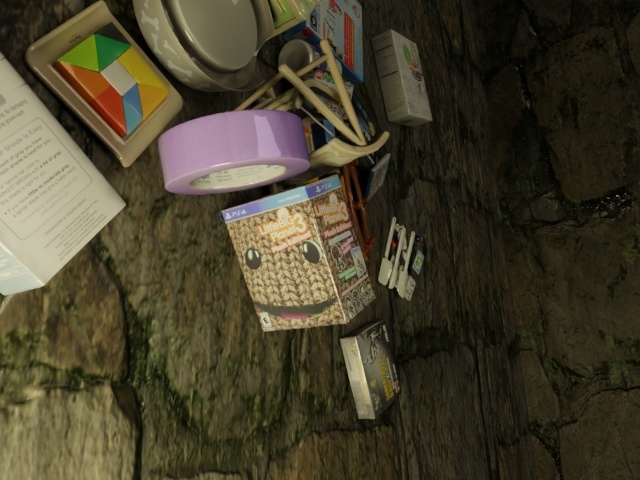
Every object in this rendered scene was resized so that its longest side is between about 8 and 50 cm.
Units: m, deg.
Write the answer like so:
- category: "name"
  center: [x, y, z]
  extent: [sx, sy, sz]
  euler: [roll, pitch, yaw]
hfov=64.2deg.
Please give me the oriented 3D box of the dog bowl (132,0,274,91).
- category: "dog bowl"
  center: [-0.244, -0.481, 1.090]
  extent: [0.349, 0.102, 0.348]
  euler: [15, 72, -55]

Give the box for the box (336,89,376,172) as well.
- category: "box"
  center: [0.117, -0.344, 1.614]
  extent: [0.220, 0.051, 0.175]
  euler: [42, 46, -54]

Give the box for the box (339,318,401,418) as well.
- category: "box"
  center: [0.147, 0.359, 1.450]
  extent: [0.183, 0.056, 0.230]
  euler: [-13, 90, -57]

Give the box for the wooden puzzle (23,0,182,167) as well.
- category: "wooden puzzle"
  center: [-0.366, -0.285, 0.916]
  extent: [0.238, 0.044, 0.221]
  euler: [54, 40, -31]

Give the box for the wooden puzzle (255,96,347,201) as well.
- category: "wooden puzzle"
  center: [-0.024, -0.209, 1.364]
  extent: [0.348, 0.081, 0.321]
  euler: [-1, 80, -56]

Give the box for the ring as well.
- category: "ring"
  center: [0.113, -0.106, 1.464]
  extent: [0.336, 0.032, 0.336]
  euler: [-12, 90, -79]

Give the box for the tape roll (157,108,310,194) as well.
- category: "tape roll"
  center: [-0.161, -0.160, 0.969]
  extent: [0.275, 0.275, 0.090]
  euler: [-7, 86, -56]

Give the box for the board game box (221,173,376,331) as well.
- category: "board game box"
  center: [-0.046, 0.032, 1.116]
  extent: [0.141, 0.232, 0.290]
  euler: [-29, 103, -55]

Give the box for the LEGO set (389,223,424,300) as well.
- category: "LEGO set"
  center: [0.291, 0.061, 1.787]
  extent: [0.182, 0.060, 0.244]
  euler: [46, 56, -38]

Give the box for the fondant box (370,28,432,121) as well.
- category: "fondant box"
  center: [0.322, -0.625, 1.999]
  extent: [0.238, 0.096, 0.330]
  euler: [-9, 88, -56]

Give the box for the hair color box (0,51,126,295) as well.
- category: "hair color box"
  center: [-0.459, -0.127, 0.666]
  extent: [0.374, 0.114, 0.185]
  euler: [58, 38, -28]

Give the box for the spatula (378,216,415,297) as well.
- category: "spatula"
  center: [0.259, 0.052, 1.701]
  extent: [0.168, 0.019, 0.241]
  euler: [32, 65, -39]

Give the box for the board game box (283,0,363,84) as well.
- category: "board game box"
  center: [0.017, -0.678, 1.573]
  extent: [0.302, 0.086, 0.308]
  euler: [26, 59, -50]

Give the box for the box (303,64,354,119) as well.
- category: "box"
  center: [0.021, -0.401, 1.401]
  extent: [0.207, 0.036, 0.114]
  euler: [-7, 112, -58]

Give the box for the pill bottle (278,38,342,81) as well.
- category: "pill bottle"
  center: [-0.022, -0.487, 1.430]
  extent: [0.187, 0.112, 0.111]
  euler: [-11, 88, -57]

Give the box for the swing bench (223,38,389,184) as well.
- category: "swing bench"
  center: [-0.034, -0.253, 1.128]
  extent: [0.165, 0.253, 0.254]
  euler: [-45, 107, -35]

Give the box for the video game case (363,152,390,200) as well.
- category: "video game case"
  center: [0.186, -0.206, 1.672]
  extent: [0.166, 0.015, 0.119]
  euler: [-49, 155, -51]

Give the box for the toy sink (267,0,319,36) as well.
- category: "toy sink"
  center: [-0.098, -0.610, 1.248]
  extent: [0.152, 0.234, 0.131]
  euler: [54, 40, -33]
